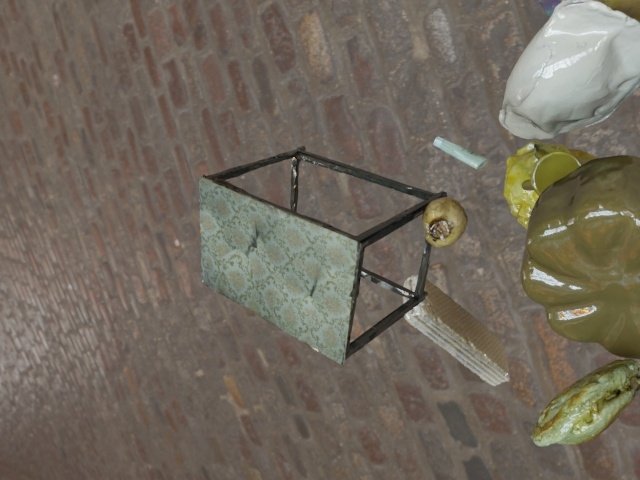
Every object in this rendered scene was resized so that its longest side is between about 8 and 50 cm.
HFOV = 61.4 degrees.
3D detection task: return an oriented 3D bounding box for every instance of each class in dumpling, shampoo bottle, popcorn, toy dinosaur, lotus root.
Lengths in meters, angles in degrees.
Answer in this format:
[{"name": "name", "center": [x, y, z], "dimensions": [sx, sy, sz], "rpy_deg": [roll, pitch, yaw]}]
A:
[{"name": "dumpling", "center": [0.560, -0.350, 1.198], "dimensions": [0.260, 0.181, 0.341], "rpy_deg": [20, 124, 3]}, {"name": "shampoo bottle", "center": [0.475, -0.303, 1.848], "dimensions": [0.191, 0.069, 0.041], "rpy_deg": [35, 136, 29]}, {"name": "popcorn", "center": [0.625, -0.143, 1.447], "dimensions": [0.286, 0.252, 0.215], "rpy_deg": [47, 179, 32]}, {"name": "toy dinosaur", "center": [0.727, -0.713, 1.618], "dimensions": [0.383, 0.331, 0.129], "rpy_deg": [38, 125, 42]}, {"name": "lotus root", "center": [0.184, -0.028, 0.792], "dimensions": [0.063, 0.152, 0.072], "rpy_deg": [0, 105, 21]}]

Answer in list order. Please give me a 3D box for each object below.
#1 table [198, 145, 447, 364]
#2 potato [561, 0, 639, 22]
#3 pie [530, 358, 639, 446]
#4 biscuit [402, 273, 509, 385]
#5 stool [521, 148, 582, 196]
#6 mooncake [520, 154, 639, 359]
[{"name": "table", "center": [0.000, 0.000, 0.956], "dimensions": [0.335, 0.272, 0.222], "rpy_deg": [24, 124, 32]}, {"name": "potato", "center": [0.608, -0.561, 1.140], "dimensions": [0.229, 0.266, 0.229], "rpy_deg": [-12, 75, 53]}, {"name": "pie", "center": [0.482, 0.289, 0.954], "dimensions": [0.090, 0.248, 0.201], "rpy_deg": [54, 138, 23]}, {"name": "biscuit", "center": [0.378, 0.255, 1.486], "dimensions": [0.078, 0.144, 0.426], "rpy_deg": [-34, 122, 32]}, {"name": "stool", "center": [0.531, -0.148, 1.231], "dimensions": [0.135, 0.110, 0.134], "rpy_deg": [-25, 91, 17]}, {"name": "mooncake", "center": [0.561, 0.040, 0.998], "dimensions": [0.379, 0.200, 0.378], "rpy_deg": [18, 134, 20]}]
